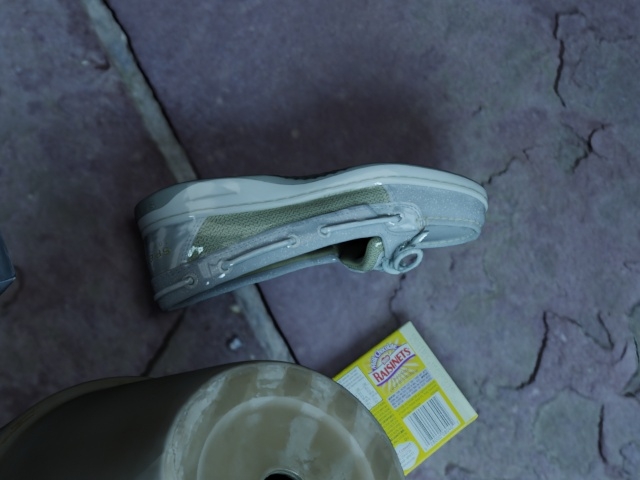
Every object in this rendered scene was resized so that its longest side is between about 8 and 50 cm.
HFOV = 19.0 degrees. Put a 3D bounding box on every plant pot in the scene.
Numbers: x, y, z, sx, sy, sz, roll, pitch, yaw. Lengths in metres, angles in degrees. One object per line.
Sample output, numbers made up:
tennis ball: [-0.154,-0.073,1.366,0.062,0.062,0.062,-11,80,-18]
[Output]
plant pot: [-0.087,0.220,1.359,0.323,0.280,0.323,13,62,-25]

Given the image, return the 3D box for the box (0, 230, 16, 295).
box: [-0.455,-0.062,1.388,0.395,0.097,0.318,-14,73,-35]

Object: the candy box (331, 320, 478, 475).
candy box: [0.038,0.160,1.620,0.206,0.027,0.105,-33,84,-38]

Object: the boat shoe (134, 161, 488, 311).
boat shoe: [0.000,-0.001,1.627,0.320,0.118,0.103,-3,75,-28]
